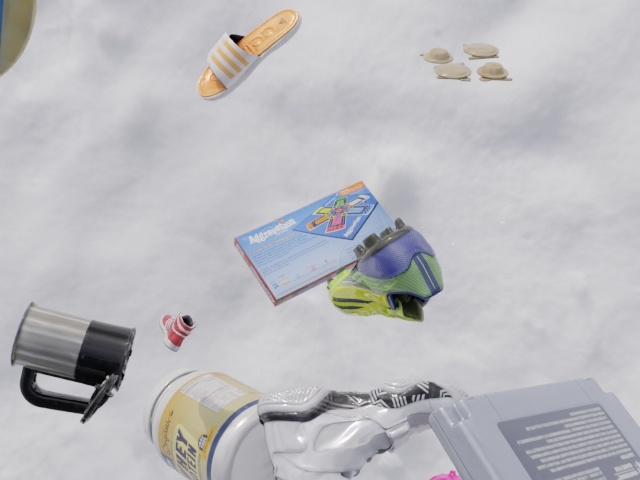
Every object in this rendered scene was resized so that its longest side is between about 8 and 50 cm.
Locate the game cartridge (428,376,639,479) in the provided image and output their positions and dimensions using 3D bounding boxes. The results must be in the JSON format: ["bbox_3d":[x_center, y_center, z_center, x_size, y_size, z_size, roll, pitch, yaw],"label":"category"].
[{"bbox_3d":[0.266,0.247,0.859,0.062,0.297,0.198,-50,53,35],"label":"game cartridge"}]

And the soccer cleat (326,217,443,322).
[{"bbox_3d":[0.082,0.069,1.059,0.093,0.289,0.121,-31,80,-19],"label":"soccer cleat"}]

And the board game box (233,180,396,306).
[{"bbox_3d":[0.000,0.000,1.461,0.281,0.027,0.145,-25,68,-24],"label":"board game box"}]

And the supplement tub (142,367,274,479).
[{"bbox_3d":[-0.207,0.403,1.682,0.228,0.316,0.228,-13,109,-41],"label":"supplement tub"}]

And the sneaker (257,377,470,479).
[{"bbox_3d":[0.079,0.351,1.349,0.366,0.137,0.210,-3,66,-1],"label":"sneaker"}]

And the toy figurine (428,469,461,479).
[{"bbox_3d":[0.205,0.464,1.335,0.173,0.130,0.159,44,107,16],"label":"toy figurine"}]

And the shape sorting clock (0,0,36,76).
[{"bbox_3d":[-0.382,-0.259,0.825,0.206,0.040,0.206,6,111,15],"label":"shape sorting clock"}]

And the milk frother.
[{"bbox_3d":[-0.306,0.148,0.974,0.135,0.143,0.129,15,77,-8],"label":"milk frother"}]

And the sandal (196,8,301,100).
[{"bbox_3d":[-0.159,-0.394,1.620,0.265,0.076,0.102,-42,53,-2],"label":"sandal"}]

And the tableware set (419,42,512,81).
[{"bbox_3d":[0.259,-0.315,1.427,0.141,0.168,0.020,-3,125,-5],"label":"tableware set"}]

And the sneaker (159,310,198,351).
[{"bbox_3d":[-0.266,0.155,1.511,0.042,0.118,0.067,33,99,-27],"label":"sneaker"}]
